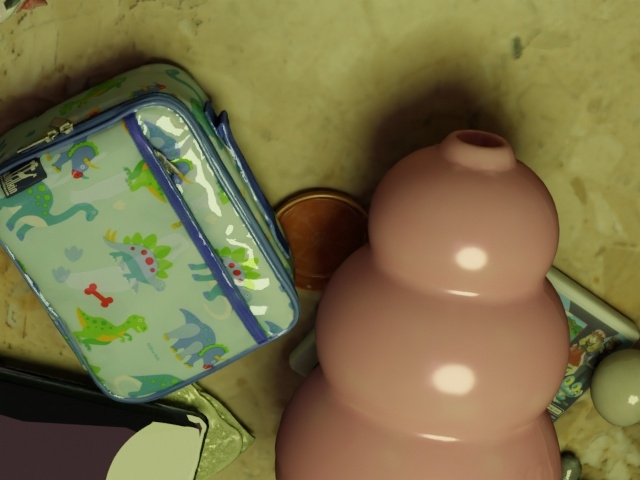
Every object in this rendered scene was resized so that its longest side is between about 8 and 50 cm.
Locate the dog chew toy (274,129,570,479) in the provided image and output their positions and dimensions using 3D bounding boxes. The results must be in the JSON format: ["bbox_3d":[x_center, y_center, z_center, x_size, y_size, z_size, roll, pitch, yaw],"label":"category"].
[{"bbox_3d":[0.083,0.085,1.248,0.206,0.206,0.332,7,111,-7],"label":"dog chew toy"}]

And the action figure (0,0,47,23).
[{"bbox_3d":[-0.317,-0.217,1.083,0.370,0.276,0.248,23,99,-44],"label":"action figure"}]

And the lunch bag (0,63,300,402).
[{"bbox_3d":[-0.121,-0.005,1.261,0.176,0.090,0.219,-23,116,9],"label":"lunch bag"}]

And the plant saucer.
[{"bbox_3d":[0.000,0.000,1.317,0.083,0.013,0.083,-1,120,-2],"label":"plant saucer"}]

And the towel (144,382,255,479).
[{"bbox_3d":[-0.136,0.165,1.397,0.148,0.027,0.110,-38,114,17],"label":"towel"}]

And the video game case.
[{"bbox_3d":[0.109,0.080,1.366,0.201,0.023,0.183,34,113,-19],"label":"video game case"}]

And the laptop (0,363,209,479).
[{"bbox_3d":[-0.329,0.280,1.439,0.382,0.236,0.408,15,148,-8],"label":"laptop"}]

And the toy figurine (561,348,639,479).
[{"bbox_3d":[0.239,0.212,1.340,0.148,0.213,0.209,24,120,-34],"label":"toy figurine"}]
